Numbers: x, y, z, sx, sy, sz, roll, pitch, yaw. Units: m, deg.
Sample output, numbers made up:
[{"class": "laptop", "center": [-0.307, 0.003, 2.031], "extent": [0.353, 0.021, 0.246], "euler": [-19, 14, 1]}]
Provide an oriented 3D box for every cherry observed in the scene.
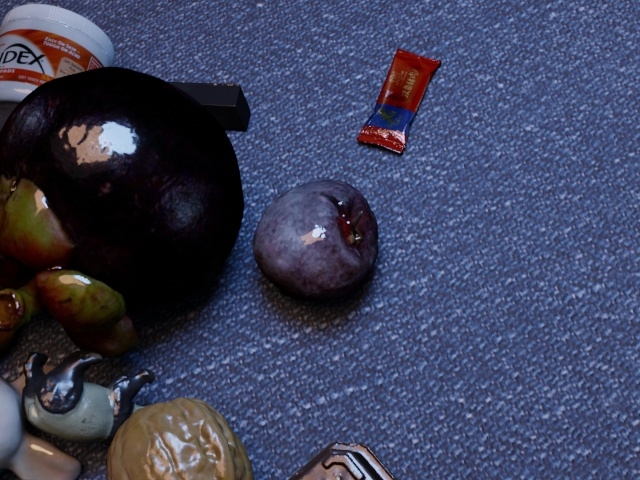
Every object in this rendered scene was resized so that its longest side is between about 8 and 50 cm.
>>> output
[{"class": "cherry", "center": [-0.009, -0.001, 1.531], "extent": [0.195, 0.195, 0.195], "euler": [-4, 62, 9]}]

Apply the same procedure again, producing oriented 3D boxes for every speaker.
[{"class": "speaker", "center": [-0.233, -0.231, 1.745], "extent": [0.218, 0.082, 0.044], "euler": [4, 65, 15]}]

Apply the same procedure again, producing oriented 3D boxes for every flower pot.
[{"class": "flower pot", "center": [0.046, 0.386, 1.368], "extent": [0.179, 0.084, 0.251], "euler": [-38, 62, -10]}]

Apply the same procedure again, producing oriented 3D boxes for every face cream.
[{"class": "face cream", "center": [-0.469, -0.268, 1.738], "extent": [0.201, 0.201, 0.187], "euler": [4, 64, 13]}]

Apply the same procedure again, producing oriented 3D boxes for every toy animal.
[{"class": "toy animal", "center": [-0.538, 0.274, 1.481], "extent": [0.367, 0.241, 0.196], "euler": [-4, 69, -7]}, {"class": "toy animal", "center": [-0.318, 0.235, 1.474], "extent": [0.094, 0.225, 0.121], "euler": [-26, 52, 48]}]

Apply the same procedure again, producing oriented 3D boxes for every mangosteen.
[{"class": "mangosteen", "center": [-0.305, -0.035, 1.483], "extent": [0.381, 0.382, 0.435], "euler": [7, 63, 14]}]

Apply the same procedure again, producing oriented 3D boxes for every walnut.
[{"class": "walnut", "center": [-0.188, 0.322, 1.383], "extent": [0.213, 0.213, 0.213], "euler": [-4, 62, 9]}]

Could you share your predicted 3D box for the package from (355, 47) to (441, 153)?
[{"class": "package", "center": [0.132, -0.236, 1.710], "extent": [0.083, 0.022, 0.200], "euler": [16, 65, 18]}]

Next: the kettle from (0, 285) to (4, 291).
[{"class": "kettle", "center": [-0.543, 0.004, 1.592], "extent": [0.207, 0.268, 0.290], "euler": [-54, 37, 27]}]

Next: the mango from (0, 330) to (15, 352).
[{"class": "mango", "center": [-0.609, 0.169, 1.584], "extent": [0.267, 0.111, 0.133], "euler": [-18, 39, -1]}]
